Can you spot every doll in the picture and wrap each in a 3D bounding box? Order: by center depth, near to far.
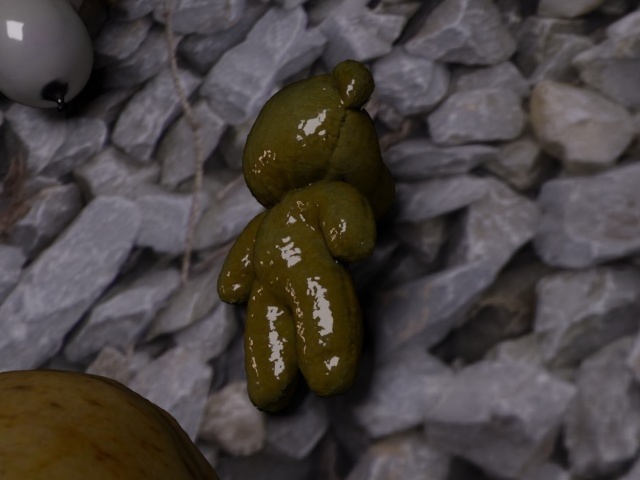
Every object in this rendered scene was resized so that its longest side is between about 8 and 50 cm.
[{"bbox_3d":[0.000,0.000,0.707,0.137,0.097,0.209,-25,56,53],"label":"doll"},{"bbox_3d":[-0.299,-0.177,0.952,0.272,0.144,0.208,-12,60,14],"label":"doll"}]

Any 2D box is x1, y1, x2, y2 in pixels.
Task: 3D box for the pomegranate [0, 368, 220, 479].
[{"bbox_3d":[-0.142,0.179,0.513,0.261,0.260,0.260,-15,50,18],"label":"pomegranate"}]
